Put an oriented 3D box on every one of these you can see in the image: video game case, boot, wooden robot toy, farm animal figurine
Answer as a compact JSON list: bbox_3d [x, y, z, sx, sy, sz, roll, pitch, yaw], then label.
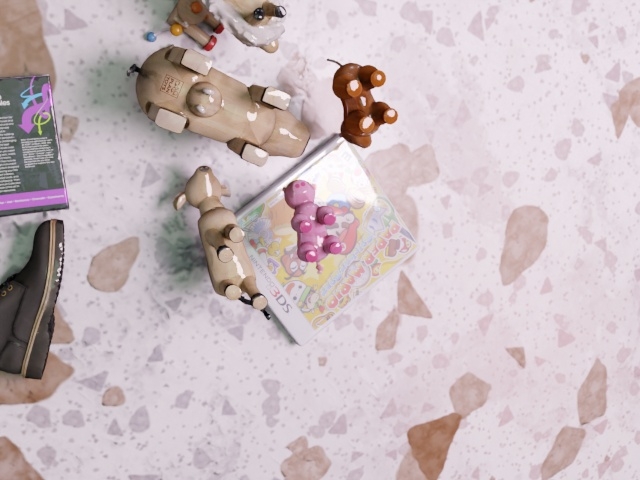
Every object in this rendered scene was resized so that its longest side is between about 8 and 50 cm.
[{"bbox_3d":[0.000,0.000,1.006,0.227,0.026,0.206,-39,109,-10],"label":"video game case"},{"bbox_3d":[-0.381,0.063,0.858,0.137,0.077,0.198,11,94,-16],"label":"boot"},{"bbox_3d":[-0.145,-0.280,0.880,0.076,0.079,0.173,30,89,-21],"label":"wooden robot toy"},{"bbox_3d":[-0.093,-0.117,0.875,0.327,0.172,0.330,40,89,-24],"label":"farm animal figurine"}]

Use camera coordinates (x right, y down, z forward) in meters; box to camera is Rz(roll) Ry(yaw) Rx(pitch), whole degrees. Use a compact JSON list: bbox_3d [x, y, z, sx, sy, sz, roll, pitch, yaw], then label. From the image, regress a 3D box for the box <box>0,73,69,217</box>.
[{"bbox_3d":[-0.367,-0.110,0.856,0.116,0.029,0.162,-8,103,-19],"label":"box"}]
